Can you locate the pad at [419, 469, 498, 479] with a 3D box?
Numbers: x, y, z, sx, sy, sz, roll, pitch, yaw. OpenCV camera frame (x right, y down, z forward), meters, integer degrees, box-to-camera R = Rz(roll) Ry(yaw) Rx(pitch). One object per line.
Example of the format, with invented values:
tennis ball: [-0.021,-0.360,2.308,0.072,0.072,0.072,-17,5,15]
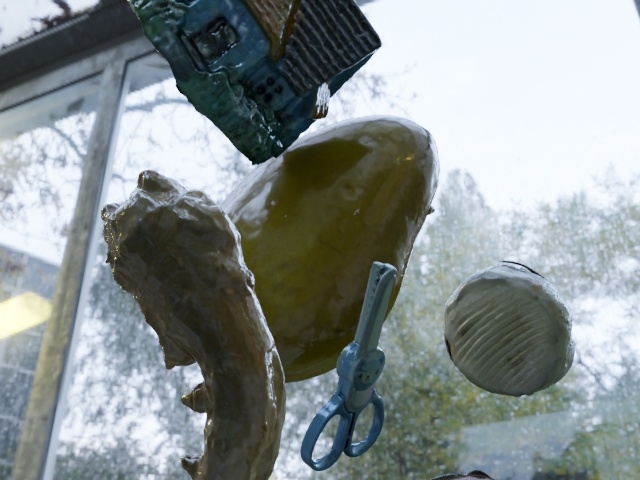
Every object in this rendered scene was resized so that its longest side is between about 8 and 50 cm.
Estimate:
pad: [0.150,0.372,0.984,0.284,0.286,0.018,-4,-72,-20]

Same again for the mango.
mango: [0.000,0.000,1.178,0.445,0.301,0.220,-47,-27,-1]

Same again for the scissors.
scissors: [0.046,0.144,0.944,0.125,0.030,0.256,-7,-62,-44]

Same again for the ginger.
ginger: [-0.055,0.048,0.394,0.070,0.173,0.051,-21,-12,20]

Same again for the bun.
bun: [0.332,0.152,1.456,0.239,0.239,0.141,-27,-10,31]

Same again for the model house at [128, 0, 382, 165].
model house: [-0.057,-0.269,1.056,0.241,0.261,0.226,-36,-1,14]
